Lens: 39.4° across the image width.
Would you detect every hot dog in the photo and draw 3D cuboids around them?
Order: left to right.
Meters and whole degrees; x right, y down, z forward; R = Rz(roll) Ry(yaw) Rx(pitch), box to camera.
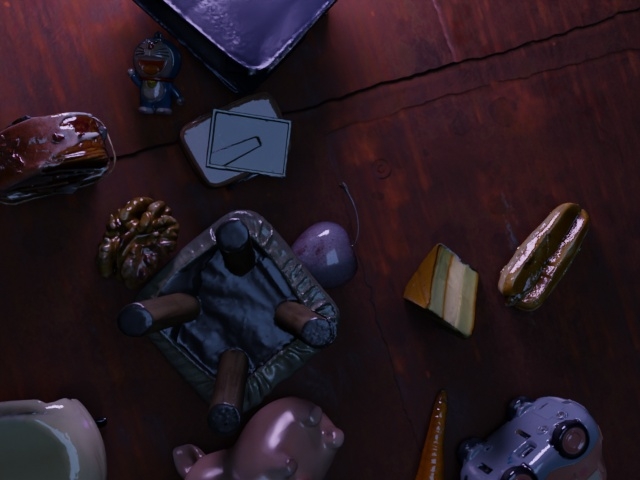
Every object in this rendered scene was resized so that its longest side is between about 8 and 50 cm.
[{"bbox_3d":[0.455,0.030,1.808,0.109,0.072,0.269,40,81,-10],"label":"hot dog"}]

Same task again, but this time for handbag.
[{"bbox_3d":[-0.159,-0.471,1.647,0.329,0.122,0.303,40,67,-3],"label":"handbag"},{"bbox_3d":[-0.158,-0.180,1.674,0.193,0.072,0.151,-24,93,-15],"label":"handbag"}]

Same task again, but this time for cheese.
[{"bbox_3d":[-0.500,0.384,1.519,0.266,0.127,0.233,-2,86,2],"label":"cheese"}]

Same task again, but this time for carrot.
[{"bbox_3d":[0.223,0.418,1.743,0.061,0.061,0.256,15,82,-12],"label":"carrot"}]

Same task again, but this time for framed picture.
[{"bbox_3d":[-0.130,-0.178,1.639,0.149,0.011,0.109,8,86,-12],"label":"framed picture"}]

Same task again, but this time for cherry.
[{"bbox_3d":[-0.006,0.002,1.690,0.148,0.115,0.188,-21,84,25],"label":"cherry"}]

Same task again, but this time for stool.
[{"bbox_3d":[-0.155,0.139,1.548,0.310,0.226,0.310,-42,92,4],"label":"stool"}]

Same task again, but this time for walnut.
[{"bbox_3d":[-0.332,-0.002,1.602,0.143,0.069,0.170,19,76,21],"label":"walnut"}]

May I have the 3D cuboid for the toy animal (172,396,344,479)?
[{"bbox_3d":[-0.112,0.420,1.589,0.237,0.269,0.326,52,46,-7],"label":"toy animal"}]

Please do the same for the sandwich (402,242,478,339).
[{"bbox_3d":[0.252,0.093,1.703,0.117,0.187,0.144,36,86,-10],"label":"sandwich"}]

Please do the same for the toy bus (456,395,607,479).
[{"bbox_3d":[0.424,0.454,1.725,0.288,0.194,0.232,-36,103,-13],"label":"toy bus"}]

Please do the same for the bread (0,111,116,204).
[{"bbox_3d":[-0.465,-0.135,1.529,0.224,0.212,0.142,-19,87,-14],"label":"bread"}]

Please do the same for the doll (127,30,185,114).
[{"bbox_3d":[-0.300,-0.307,1.641,0.114,0.085,0.152,6,97,6],"label":"doll"}]

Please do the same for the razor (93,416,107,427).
[{"bbox_3d":[-0.417,0.448,1.599,0.082,0.042,0.253,-3,89,-15],"label":"razor"}]
